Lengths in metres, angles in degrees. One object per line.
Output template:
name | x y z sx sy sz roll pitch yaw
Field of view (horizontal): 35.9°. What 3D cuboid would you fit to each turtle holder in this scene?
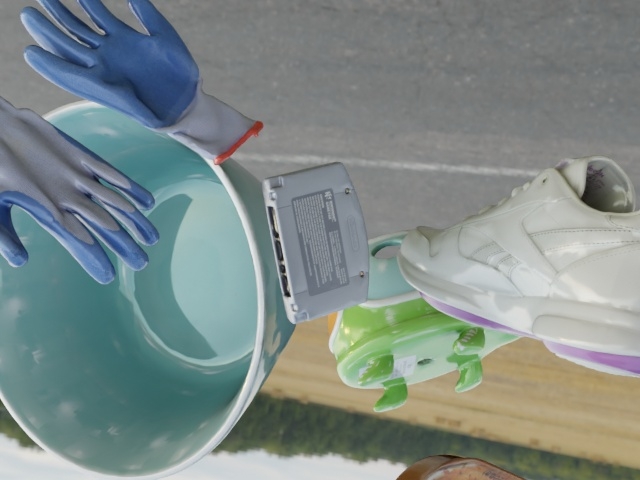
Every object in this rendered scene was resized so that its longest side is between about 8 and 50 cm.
turtle holder | 0.161 0.097 1.485 0.320 0.228 0.243 -27 152 22

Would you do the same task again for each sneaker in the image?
sneaker | 0.177 0.007 0.781 0.114 0.152 0.305 15 -179 -31

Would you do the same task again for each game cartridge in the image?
game cartridge | 0.000 0.000 0.557 0.056 0.083 0.017 -14 -170 -25

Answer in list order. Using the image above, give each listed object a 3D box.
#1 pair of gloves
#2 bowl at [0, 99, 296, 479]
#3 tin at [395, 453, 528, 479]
pair of gloves | -0.131 -0.069 0.560 0.159 0.198 0.023 38 141 -1
bowl | -0.139 0.038 0.864 0.311 0.312 0.163 6 -174 28
tin | 0.119 0.214 0.671 0.189 0.106 0.040 28 161 -25
